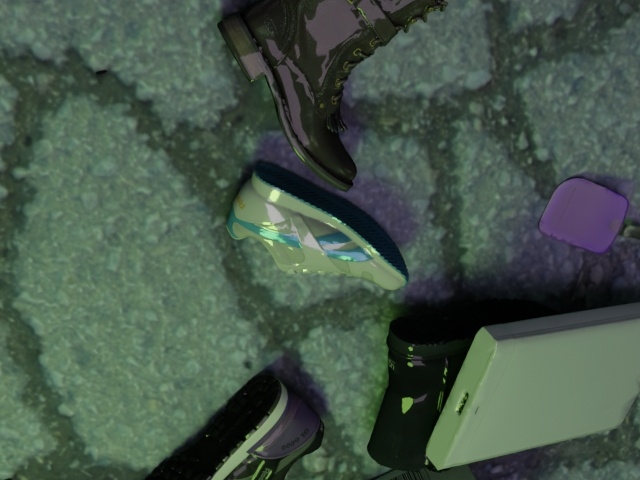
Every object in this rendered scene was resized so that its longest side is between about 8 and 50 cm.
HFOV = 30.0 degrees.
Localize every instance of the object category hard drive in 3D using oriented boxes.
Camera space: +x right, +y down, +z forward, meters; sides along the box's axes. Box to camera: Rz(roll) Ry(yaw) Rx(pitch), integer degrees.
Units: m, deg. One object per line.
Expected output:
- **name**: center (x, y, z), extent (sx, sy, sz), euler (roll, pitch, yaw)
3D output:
- **hard drive**: center (0.288, 0.174, 1.467), extent (0.307, 0.040, 0.203), euler (-5, 129, -33)

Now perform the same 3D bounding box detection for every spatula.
- **spatula**: center (0.419, -0.003, 1.501), extent (0.296, 0.030, 0.084), euler (17, 107, -18)

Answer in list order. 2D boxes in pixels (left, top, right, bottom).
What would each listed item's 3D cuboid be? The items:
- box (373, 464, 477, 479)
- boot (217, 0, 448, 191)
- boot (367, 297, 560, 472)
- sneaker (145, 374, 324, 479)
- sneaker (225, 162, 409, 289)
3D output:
- **box**: center (0.138, 0.383, 1.529), extent (0.181, 0.182, 0.119), euler (-26, 115, 0)
- **boot**: center (0.039, -0.205, 1.301), extent (0.229, 0.091, 0.263), euler (-32, 114, 4)
- **boot**: center (0.182, 0.186, 1.504), extent (0.246, 0.094, 0.207), euler (-6, 122, -20)
- **sneaker**: center (-0.113, 0.306, 1.491), extent (0.283, 0.107, 0.124), euler (-43, 121, 8)
- **sneaker**: center (0.000, 0.000, 1.393), extent (0.228, 0.087, 0.092), euler (30, 112, -15)
